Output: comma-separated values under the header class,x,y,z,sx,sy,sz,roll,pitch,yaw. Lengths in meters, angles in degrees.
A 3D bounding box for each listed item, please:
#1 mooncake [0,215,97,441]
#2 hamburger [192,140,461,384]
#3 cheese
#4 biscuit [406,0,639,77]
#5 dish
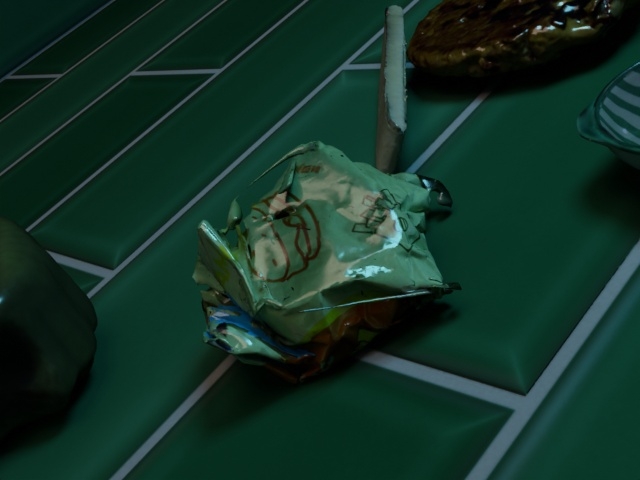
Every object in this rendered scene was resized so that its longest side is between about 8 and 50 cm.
class,x,y,z,sx,sy,sz,roll,pitch,yaw
mooncake,-0.430,0.135,1.000,0.351,0.187,0.351,-21,35,15
hamburger,-0.006,-0.005,0.890,0.261,0.150,0.276,-18,31,15
cheese,0.095,-0.206,1.184,0.034,0.085,0.400,6,34,2
biscuit,0.273,-0.301,1.176,0.334,0.081,0.289,2,42,48
dish,0.359,-0.119,0.825,0.224,0.078,0.246,-10,36,29
